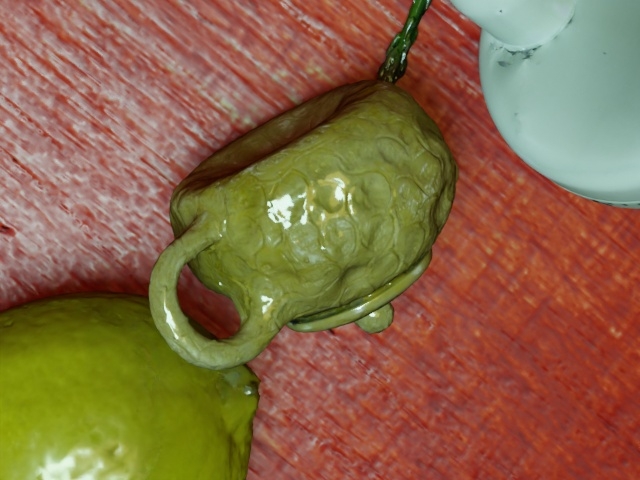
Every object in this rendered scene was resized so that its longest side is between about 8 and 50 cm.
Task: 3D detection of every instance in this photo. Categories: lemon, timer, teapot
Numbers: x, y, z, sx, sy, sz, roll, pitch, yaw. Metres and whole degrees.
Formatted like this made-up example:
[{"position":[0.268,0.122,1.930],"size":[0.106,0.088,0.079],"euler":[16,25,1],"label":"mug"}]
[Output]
[{"position":[-0.180,0.153,1.381],"size":[0.263,0.236,0.235],"euler":[0,96,-13],"label":"lemon"},{"position":[0.216,-0.144,1.393],"size":[0.234,0.240,0.233],"euler":[-9,73,30],"label":"timer"},{"position":[0.000,0.000,1.391],"size":[0.311,0.203,0.167],"euler":[-39,107,-41],"label":"teapot"}]

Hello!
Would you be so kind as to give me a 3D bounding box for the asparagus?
[{"position":[0.087,-0.213,1.480],"size":[0.023,0.022,0.232],"euler":[20,91,-52],"label":"asparagus"}]
